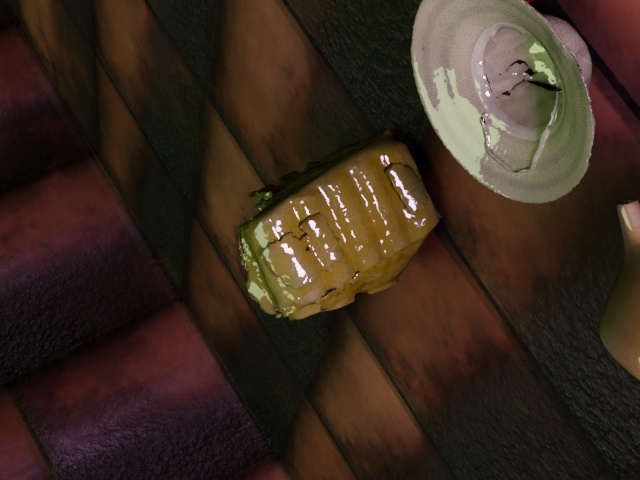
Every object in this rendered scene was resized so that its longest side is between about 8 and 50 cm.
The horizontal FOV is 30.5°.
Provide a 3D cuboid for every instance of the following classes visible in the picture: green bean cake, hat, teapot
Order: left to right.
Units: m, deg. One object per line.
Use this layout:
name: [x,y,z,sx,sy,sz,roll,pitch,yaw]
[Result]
green bean cake: [0.000,0.000,1.688,0.202,0.285,0.310,62,161,-9]
hat: [0.215,-0.173,1.207,0.252,0.110,0.252,39,146,33]
teapot: [0.373,0.049,1.030,0.268,0.185,0.175,26,116,12]

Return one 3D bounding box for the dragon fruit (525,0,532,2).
dragon fruit: [0.192,-0.296,1.167,0.162,0.106,0.083,85,-163,-67]
